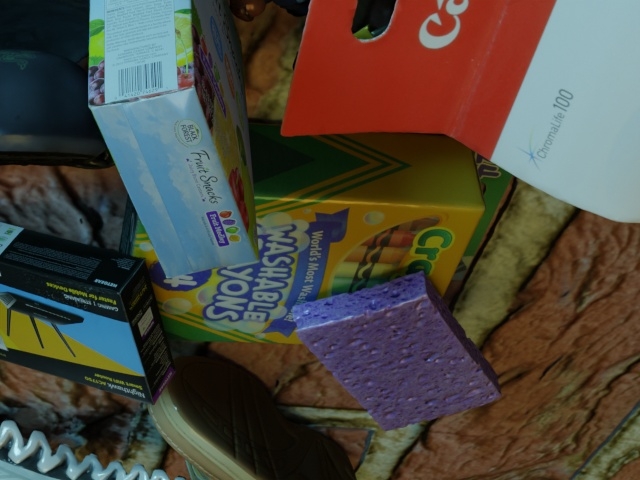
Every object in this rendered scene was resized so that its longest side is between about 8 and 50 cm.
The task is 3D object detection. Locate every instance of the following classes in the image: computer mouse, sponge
[{"bbox_3d":[-0.217,-0.088,0.967,0.188,0.072,0.272,1,180,-15],"label":"computer mouse"},{"bbox_3d":[0.070,0.100,1.227,0.117,0.031,0.210,-17,144,16],"label":"sponge"}]

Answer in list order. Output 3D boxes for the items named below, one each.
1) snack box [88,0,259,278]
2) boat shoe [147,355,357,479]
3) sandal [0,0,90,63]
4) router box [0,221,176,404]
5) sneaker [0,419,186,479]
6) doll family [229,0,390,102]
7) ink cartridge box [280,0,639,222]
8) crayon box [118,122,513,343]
[{"bbox_3d":[-0.093,-0.111,0.912,0.070,0.207,0.174,-11,144,4],"label":"snack box"},{"bbox_3d":[-0.081,0.224,1.423,0.110,0.122,0.341,-24,141,19],"label":"boat shoe"},{"bbox_3d":[-0.303,-0.187,0.815,0.167,0.107,0.445,-24,147,36],"label":"sandal"},{"bbox_3d":[-0.214,0.056,1.159,0.178,0.046,0.133,13,137,23],"label":"router box"},{"bbox_3d":[-0.222,0.272,1.393,0.292,0.118,0.110,16,154,3],"label":"sneaker"},{"bbox_3d":[0.012,-0.156,0.990,0.111,0.076,0.193,-16,137,17],"label":"doll family"},{"bbox_3d":[0.190,-0.139,0.914,0.384,0.091,0.308,0,141,-14],"label":"ink cartridge box"},{"bbox_3d":[0.000,0.000,1.177,0.322,0.083,0.203,2,142,-13],"label":"crayon box"}]
